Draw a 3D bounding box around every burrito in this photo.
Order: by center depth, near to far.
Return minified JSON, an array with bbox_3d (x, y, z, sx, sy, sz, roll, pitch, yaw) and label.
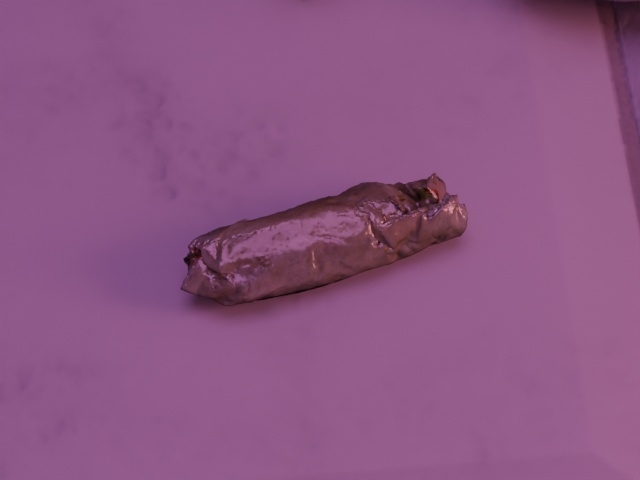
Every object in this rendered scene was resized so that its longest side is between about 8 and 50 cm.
[{"bbox_3d":[0.000,-0.001,1.158,0.188,0.045,0.058,-17,50,-5],"label":"burrito"}]
